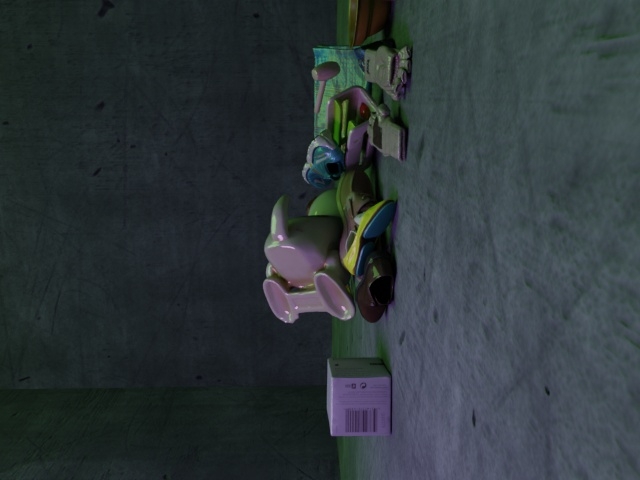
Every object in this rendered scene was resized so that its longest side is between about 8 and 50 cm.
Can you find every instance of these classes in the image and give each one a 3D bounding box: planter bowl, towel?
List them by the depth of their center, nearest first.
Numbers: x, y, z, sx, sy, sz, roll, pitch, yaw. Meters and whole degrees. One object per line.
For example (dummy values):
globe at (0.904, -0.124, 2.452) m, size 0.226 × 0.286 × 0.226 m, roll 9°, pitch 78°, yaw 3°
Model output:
planter bowl at (0.125, -0.595, 1.297) m, size 0.217 × 0.091 × 0.216 m, roll 180°, pitch 90°, yaw -87°
towel at (0.066, -0.460, 1.722) m, size 0.272 × 0.040 × 0.369 m, roll 23°, pitch 120°, yaw 47°

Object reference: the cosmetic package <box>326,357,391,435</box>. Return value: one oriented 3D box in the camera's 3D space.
cosmetic package at (0.096, 0.402, 1.347) m, size 0.184 × 0.152 × 0.151 m, roll -144°, pitch 55°, yaw -86°

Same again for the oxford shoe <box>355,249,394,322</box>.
oxford shoe at (0.135, 0.138, 1.268) m, size 0.096 × 0.083 × 0.227 m, roll -99°, pitch 7°, yaw -47°

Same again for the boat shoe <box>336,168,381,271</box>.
boat shoe at (0.123, -0.072, 1.426) m, size 0.110 × 0.122 × 0.340 m, roll -35°, pitch 45°, yaw 43°

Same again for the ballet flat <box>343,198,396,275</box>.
ballet flat at (0.107, -0.018, 1.250) m, size 0.077 × 0.077 × 0.230 m, roll 45°, pitch 130°, yaw 35°

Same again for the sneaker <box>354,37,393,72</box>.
sneaker at (0.142, -0.452, 1.288) m, size 0.221 × 0.083 × 0.087 m, roll -96°, pitch -13°, yaw -71°

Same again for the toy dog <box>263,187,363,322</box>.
toy dog at (0.000, 0.000, 1.553) m, size 0.395 × 0.285 × 0.408 m, roll 57°, pitch -140°, yaw -16°

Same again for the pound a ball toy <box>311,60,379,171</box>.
pound a ball toy at (0.082, -0.353, 1.484) m, size 0.208 × 0.136 × 0.319 m, roll 57°, pitch 168°, yaw 18°

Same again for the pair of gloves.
pair of gloves at (0.149, -0.302, 1.134) m, size 0.204 × 0.042 × 0.239 m, roll -131°, pitch 35°, yaw -68°

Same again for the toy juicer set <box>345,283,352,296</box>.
toy juicer set at (0.104, 0.131, 2.214) m, size 0.209 × 0.090 × 0.328 m, roll 60°, pitch -161°, yaw -68°

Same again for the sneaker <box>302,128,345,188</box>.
sneaker at (0.015, -0.215, 1.532) m, size 0.110 × 0.107 × 0.275 m, roll 49°, pitch 167°, yaw 12°
